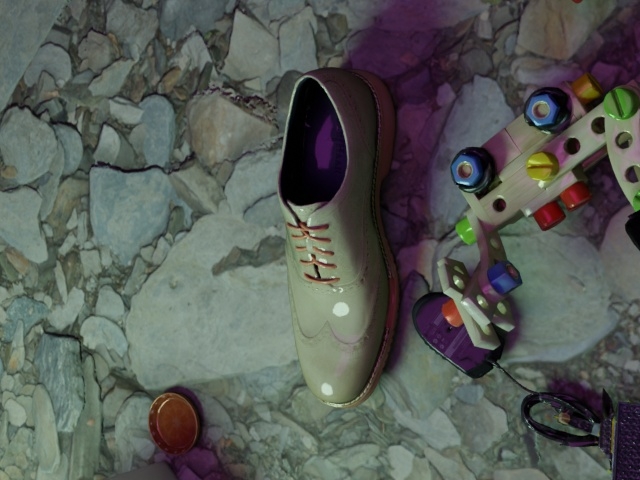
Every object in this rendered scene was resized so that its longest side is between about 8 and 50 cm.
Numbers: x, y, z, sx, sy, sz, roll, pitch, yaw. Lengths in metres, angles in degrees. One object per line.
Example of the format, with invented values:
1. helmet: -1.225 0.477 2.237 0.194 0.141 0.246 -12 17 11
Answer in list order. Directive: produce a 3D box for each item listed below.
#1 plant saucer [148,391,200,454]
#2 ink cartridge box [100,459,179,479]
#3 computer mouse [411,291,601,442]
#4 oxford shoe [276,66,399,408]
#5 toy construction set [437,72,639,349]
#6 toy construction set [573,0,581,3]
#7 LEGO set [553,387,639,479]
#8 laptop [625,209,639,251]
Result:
1. plant saucer: -0.194 0.244 1.358 0.083 0.013 0.084 2 93 30
2. ink cartridge box: -0.276 0.432 1.321 0.233 0.171 0.168 -46 70 24
3. computer mouse: 0.201 0.140 1.114 0.242 0.041 0.071 40 94 18
4. oxford shoe: 0.000 0.000 1.157 0.140 0.146 0.397 -1 92 28
5. toy construction set: 0.248 -0.038 1.021 0.327 0.151 0.215 -35 75 15
6. toy construction set: 0.251 -0.396 0.982 0.308 0.257 0.237 14 54 14
7. LEGO set: 0.357 0.295 0.958 0.254 0.192 0.331 -3 70 12
8. laptop: 0.530 0.096 0.819 0.382 0.236 0.408 -29 112 7
